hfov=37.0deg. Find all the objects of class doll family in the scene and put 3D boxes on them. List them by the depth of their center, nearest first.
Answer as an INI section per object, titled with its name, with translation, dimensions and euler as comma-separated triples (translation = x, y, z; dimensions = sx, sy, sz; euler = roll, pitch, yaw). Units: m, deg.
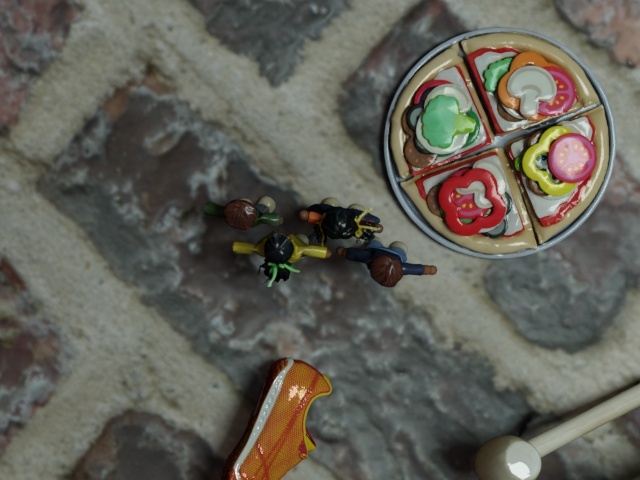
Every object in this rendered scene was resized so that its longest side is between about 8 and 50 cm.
[doll family]
translation = 0.000, 0.000, 0.797
dimensions = 0.193, 0.111, 0.076
euler = -1, 93, 3

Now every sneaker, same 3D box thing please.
[sneaker]
translation = -0.044, 0.190, 0.835
dimensions = 0.067, 0.064, 0.175
euler = 26, 97, -9

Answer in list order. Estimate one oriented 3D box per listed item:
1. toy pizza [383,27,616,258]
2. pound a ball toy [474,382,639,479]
[toy pizza]
translation = 0.155, -0.084, 0.825
dimensions = 0.201, 0.032, 0.201
euler = 0, 93, 3
[pound a ball toy]
translation = 0.311, 0.193, 0.757
dimensions = 0.319, 0.136, 0.208
euler = -25, 79, -6
